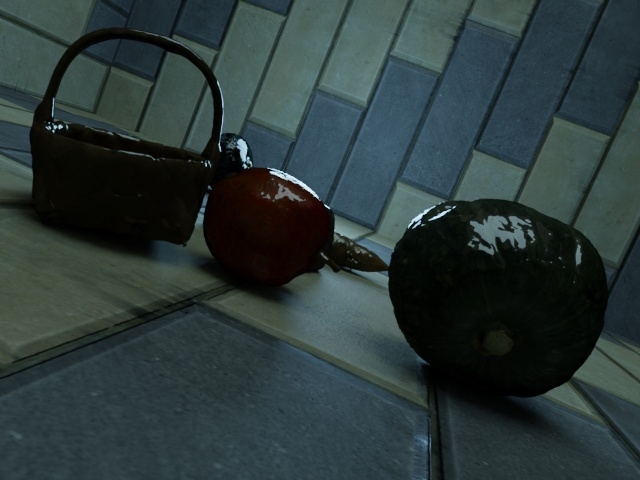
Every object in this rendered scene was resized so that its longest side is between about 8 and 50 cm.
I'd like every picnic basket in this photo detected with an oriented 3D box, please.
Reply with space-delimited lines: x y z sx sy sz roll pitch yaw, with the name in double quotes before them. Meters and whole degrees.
"picnic basket" -0.306 -0.182 0.905 0.293 0.336 0.337 11 10 -20

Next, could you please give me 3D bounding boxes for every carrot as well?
"carrot" 0.066 0.027 1.489 0.263 0.101 0.102 23 7 -5

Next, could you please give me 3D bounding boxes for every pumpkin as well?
"pumpkin" -0.328 -0.269 1.998 0.163 0.232 0.233 -5 6 4
"pumpkin" 0.262 0.087 0.856 0.328 0.291 0.257 13 27 1

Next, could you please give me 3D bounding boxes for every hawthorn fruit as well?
"hawthorn fruit" -0.072 -0.015 0.937 0.254 0.205 0.205 22 6 19

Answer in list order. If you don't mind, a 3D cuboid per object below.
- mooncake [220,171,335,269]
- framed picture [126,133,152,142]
"mooncake" -0.111 -0.050 1.294 0.306 0.154 0.306 19 7 -2
"framed picture" -0.513 -0.250 1.757 0.253 0.014 0.197 20 34 -15
